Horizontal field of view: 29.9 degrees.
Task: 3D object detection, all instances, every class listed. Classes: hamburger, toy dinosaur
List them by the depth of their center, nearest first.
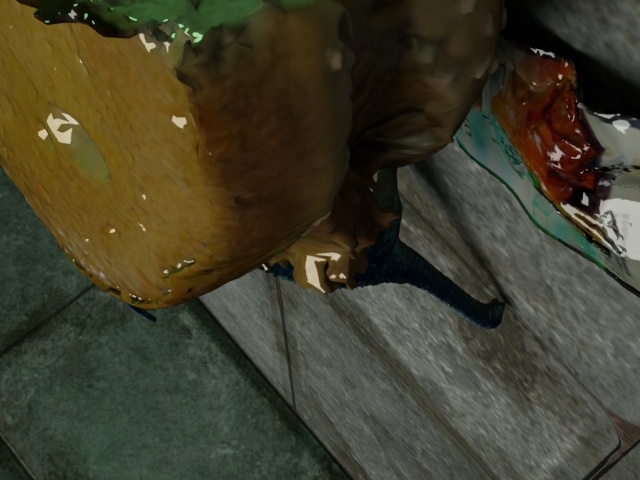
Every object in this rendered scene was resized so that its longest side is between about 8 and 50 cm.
[{"bbox_3d":[-0.069,-0.112,0.696,0.445,0.268,0.287,31,146,45],"label":"hamburger"},{"bbox_3d":[0.001,-0.010,0.917,0.076,0.363,0.147,-34,59,44],"label":"toy dinosaur"}]

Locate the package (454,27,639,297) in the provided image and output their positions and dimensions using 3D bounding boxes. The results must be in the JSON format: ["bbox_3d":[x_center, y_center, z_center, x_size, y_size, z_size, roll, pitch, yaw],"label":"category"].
[{"bbox_3d":[0.124,-0.065,0.718,0.232,0.040,0.166,46,164,37],"label":"package"}]
